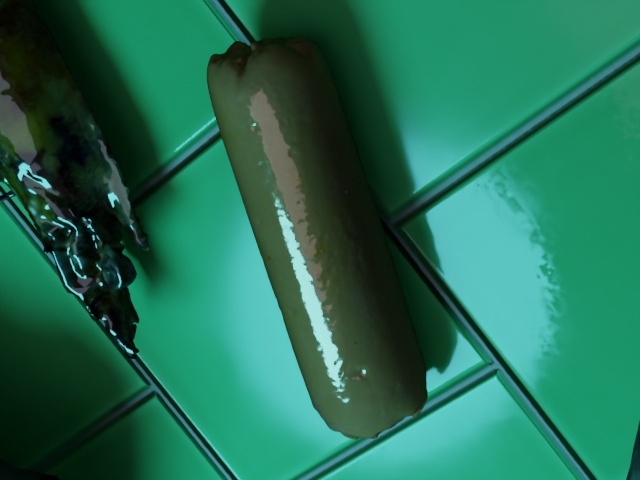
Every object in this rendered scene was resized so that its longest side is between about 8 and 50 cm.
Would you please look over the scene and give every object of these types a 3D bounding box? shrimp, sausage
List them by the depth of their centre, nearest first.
[{"bbox_3d":[0.001,0.001,0.913,0.086,0.086,0.289,-11,106,25],"label":"sausage"},{"bbox_3d":[-0.278,-0.085,0.994,0.272,0.085,0.445,-34,94,35],"label":"shrimp"}]

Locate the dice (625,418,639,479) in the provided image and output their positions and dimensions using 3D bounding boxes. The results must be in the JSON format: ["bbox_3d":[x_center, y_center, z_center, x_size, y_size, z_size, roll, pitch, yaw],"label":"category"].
[{"bbox_3d":[0.333,0.227,0.733,0.348,0.330,0.328,5,112,18],"label":"dice"}]

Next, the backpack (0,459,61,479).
[{"bbox_3d":[-0.330,0.312,1.085,0.363,0.255,0.446,29,133,9],"label":"backpack"}]
